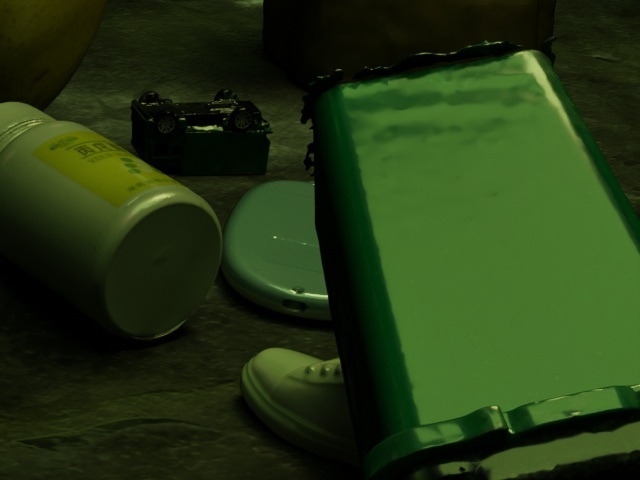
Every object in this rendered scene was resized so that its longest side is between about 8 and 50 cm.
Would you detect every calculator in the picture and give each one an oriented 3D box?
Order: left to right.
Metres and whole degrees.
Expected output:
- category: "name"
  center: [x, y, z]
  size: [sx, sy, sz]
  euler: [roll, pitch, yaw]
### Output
- category: "calculator"
  center: [0.000, 0.000, 1.780]
  size: [0.188, 0.042, 0.302]
  euler: [10, 27, 4]

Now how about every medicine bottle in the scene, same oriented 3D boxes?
- category: "medicine bottle"
  center: [-0.217, -0.024, 1.630]
  size: [0.143, 0.143, 0.258]
  euler: [-14, 31, -41]

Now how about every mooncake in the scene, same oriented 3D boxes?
- category: "mooncake"
  center: [0.116, -0.308, 2.321]
  size: [0.378, 0.200, 0.378]
  euler: [7, 24, -3]

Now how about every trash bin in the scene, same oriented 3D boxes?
- category: "trash bin"
  center: [0.139, 0.064, 1.243]
  size: [0.295, 0.259, 0.381]
  euler: [-11, 55, -7]

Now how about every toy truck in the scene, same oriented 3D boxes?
- category: "toy truck"
  center: [-0.130, -0.116, 1.947]
  size: [0.147, 0.079, 0.065]
  euler: [-1, 27, -25]

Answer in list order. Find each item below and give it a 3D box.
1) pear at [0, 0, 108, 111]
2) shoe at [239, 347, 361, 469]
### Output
- category: "pear"
  center: [-0.388, -0.277, 1.853]
  size: [0.362, 0.362, 0.418]
  euler: [21, 56, 25]
- category: "shoe"
  center: [0.052, 0.124, 1.441]
  size: [0.265, 0.110, 0.095]
  euler: [27, 30, 30]
